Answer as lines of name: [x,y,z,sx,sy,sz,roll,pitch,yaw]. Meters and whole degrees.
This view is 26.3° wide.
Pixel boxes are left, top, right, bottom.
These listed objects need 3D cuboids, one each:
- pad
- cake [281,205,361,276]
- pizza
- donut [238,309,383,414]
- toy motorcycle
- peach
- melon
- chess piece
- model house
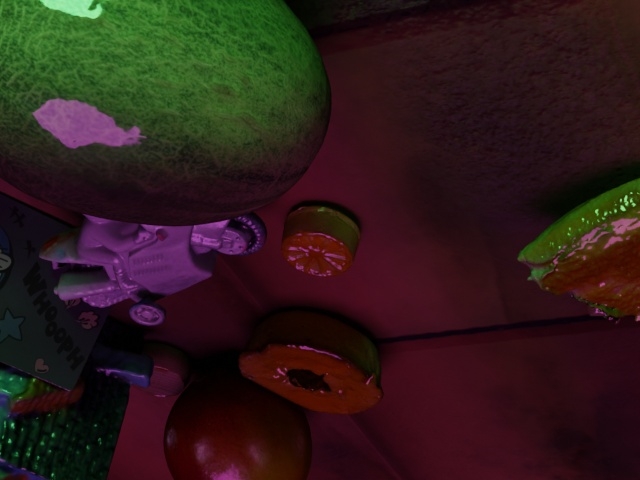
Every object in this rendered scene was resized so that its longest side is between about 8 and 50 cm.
pad: [-0.342,0.041,1.484,0.245,0.170,0.006,28,172,-22]
cake: [0.000,0.000,1.429,0.084,0.044,0.084,7,144,5]
pizza: [0.351,0.031,1.368,0.297,0.071,0.189,27,130,-29]
donut: [-0.006,0.143,1.623,0.162,0.065,0.178,-19,137,42]
toy motorcycle: [-0.189,-0.009,1.413,0.260,0.110,0.171,-19,131,34]
peach: [-0.107,0.247,1.700,0.197,0.197,0.197,7,145,5]
melon: [-0.149,-0.134,1.102,0.329,0.248,0.248,21,144,-21]
chess piece: [-0.204,0.162,1.720,0.083,0.038,0.083,8,144,6]
model house: [-0.328,0.185,1.583,0.241,0.261,0.226,12,146,-2]
